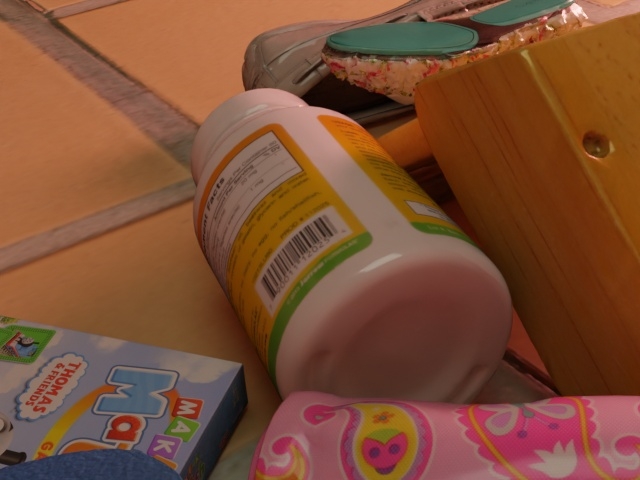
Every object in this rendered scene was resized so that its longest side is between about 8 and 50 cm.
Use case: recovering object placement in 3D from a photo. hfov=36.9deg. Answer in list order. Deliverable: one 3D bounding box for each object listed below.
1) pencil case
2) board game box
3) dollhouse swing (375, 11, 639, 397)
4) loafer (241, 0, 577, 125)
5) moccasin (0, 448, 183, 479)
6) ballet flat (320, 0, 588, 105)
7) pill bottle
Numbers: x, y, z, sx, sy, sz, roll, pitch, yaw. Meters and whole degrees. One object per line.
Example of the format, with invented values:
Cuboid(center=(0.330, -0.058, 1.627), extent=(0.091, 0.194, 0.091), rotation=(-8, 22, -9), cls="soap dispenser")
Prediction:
Cuboid(center=(0.113, 0.123, 0.395), extent=(0.284, 0.124, 0.124), rotation=(-1, 34, 17), cls="pencil case")
Cuboid(center=(-0.167, 0.112, 0.532), extent=(0.211, 0.039, 0.160), rotation=(9, 36, 15), cls="board game box")
Cuboid(center=(0.239, -0.021, 0.657), extent=(0.346, 0.305, 0.315), rotation=(-20, 76, -25), cls="dollhouse swing")
Cuboid(center=(0.091, -0.160, 0.856), extent=(0.319, 0.112, 0.111), rotation=(-18, 42, -8), cls="loafer")
Cuboid(center=(-0.190, 0.200, 0.347), extent=(0.342, 0.117, 0.137), rotation=(-27, 30, -24), cls="moccasin")
Cuboid(center=(0.114, -0.142, 0.766), extent=(0.241, 0.077, 0.091), rotation=(-15, 32, -21), cls="ballet flat")
Cuboid(center=(0.000, 0.000, 0.596), extent=(0.136, 0.136, 0.246), rotation=(-14, 36, -17), cls="pill bottle")
